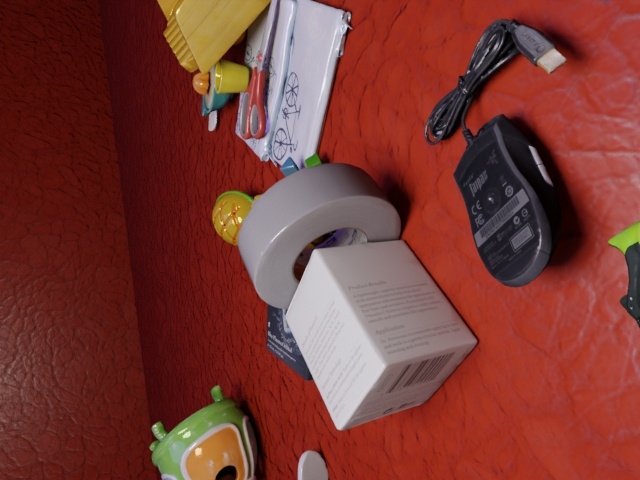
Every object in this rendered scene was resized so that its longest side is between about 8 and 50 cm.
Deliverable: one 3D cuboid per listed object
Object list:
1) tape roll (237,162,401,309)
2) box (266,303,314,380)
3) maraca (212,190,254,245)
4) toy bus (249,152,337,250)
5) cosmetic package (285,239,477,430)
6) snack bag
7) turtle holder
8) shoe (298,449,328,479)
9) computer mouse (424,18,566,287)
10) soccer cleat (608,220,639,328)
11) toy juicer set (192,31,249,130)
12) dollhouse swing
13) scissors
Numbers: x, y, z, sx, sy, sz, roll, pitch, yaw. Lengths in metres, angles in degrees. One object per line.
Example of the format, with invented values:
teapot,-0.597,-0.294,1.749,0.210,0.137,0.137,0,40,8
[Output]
tape roll,0.000,0.000,0.689,0.072,0.219,0.219,60,140,37
box,-0.022,0.136,0.867,0.156,0.093,0.159,17,107,57
maraca,-0.160,-0.041,1.069,0.185,0.099,0.127,17,120,30
toy bus,-0.027,-0.030,0.837,0.191,0.104,0.202,-42,47,-1
cosmetic package,0.069,0.117,0.658,0.184,0.151,0.152,60,141,36
snack bag,-0.075,-0.298,0.946,0.342,0.037,0.323,47,132,45
turtle holder,-0.277,0.534,1.205,0.227,0.243,0.320,49,127,20
shoe,-0.025,0.488,0.947,0.081,0.063,0.178,-15,86,53
computer mouse,0.204,-0.096,0.502,0.184,0.060,0.262,117,148,-47
soccer cleat,0.287,0.067,0.393,0.072,0.060,0.179,134,131,-62
toy juicer set,-0.248,-0.396,1.134,0.329,0.089,0.210,170,98,-66
dollhouse swing,-0.279,-0.567,0.929,0.315,0.305,0.347,-44,45,11
scissors,-0.123,-0.339,0.963,0.109,0.021,0.297,39,127,52
